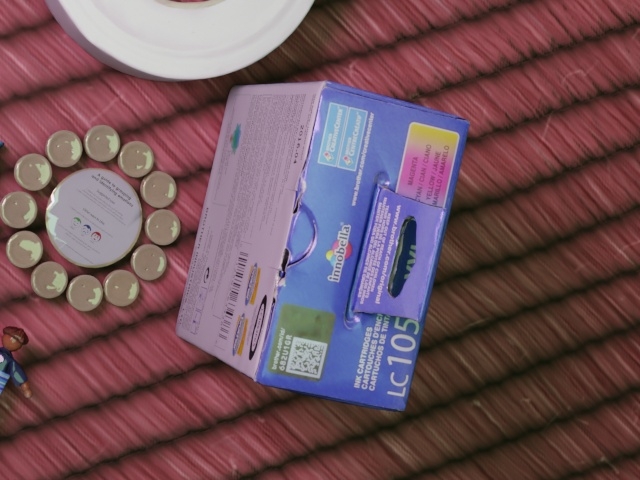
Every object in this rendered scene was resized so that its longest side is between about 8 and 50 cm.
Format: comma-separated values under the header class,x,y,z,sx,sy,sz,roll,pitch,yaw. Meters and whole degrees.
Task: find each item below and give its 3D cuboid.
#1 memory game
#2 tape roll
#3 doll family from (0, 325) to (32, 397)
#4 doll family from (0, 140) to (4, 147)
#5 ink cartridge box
class,x,y,z,sx,sy,sz,roll,pitch,yaw
memory game,-0.225,-0.022,1.816,0.186,0.012,0.186,-1,94,-23
tape roll,-0.136,-0.296,1.792,0.286,0.100,0.286,-1,93,-15
doll family,-0.366,0.104,1.771,0.193,0.076,0.111,33,80,-19
doll family,-0.420,-0.057,1.719,0.263,0.118,0.163,23,87,-15
ink cartridge box,0.000,0.000,1.692,0.151,0.395,0.270,13,90,-15
